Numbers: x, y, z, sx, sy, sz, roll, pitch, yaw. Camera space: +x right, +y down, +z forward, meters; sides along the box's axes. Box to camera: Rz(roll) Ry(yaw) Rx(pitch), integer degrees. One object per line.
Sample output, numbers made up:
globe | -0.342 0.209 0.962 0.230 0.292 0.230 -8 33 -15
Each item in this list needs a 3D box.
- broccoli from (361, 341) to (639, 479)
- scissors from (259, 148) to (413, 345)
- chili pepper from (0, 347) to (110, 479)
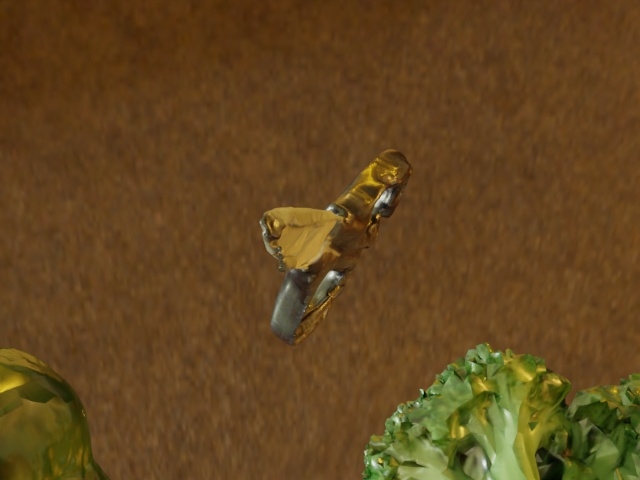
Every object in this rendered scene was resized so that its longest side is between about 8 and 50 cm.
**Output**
broccoli | 0.094 0.139 0.515 0.269 0.269 0.254 -25 77 -15
scissors | 0.000 0.000 0.859 0.022 0.300 0.109 33 92 6
chili pepper | -0.179 0.148 0.656 0.213 0.167 0.385 53 24 -13
